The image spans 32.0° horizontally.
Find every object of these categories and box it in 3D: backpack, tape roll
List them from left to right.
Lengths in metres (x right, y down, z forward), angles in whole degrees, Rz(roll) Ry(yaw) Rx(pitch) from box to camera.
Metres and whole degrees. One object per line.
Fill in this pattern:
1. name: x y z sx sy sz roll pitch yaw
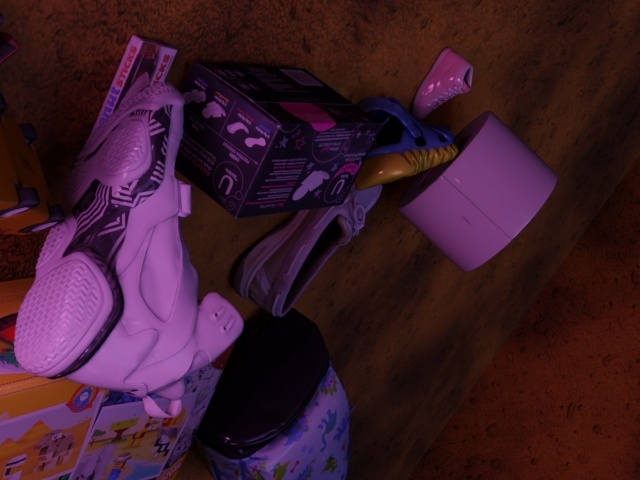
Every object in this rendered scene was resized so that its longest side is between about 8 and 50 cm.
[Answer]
1. backpack: -0.079 0.337 1.938 0.290 0.273 0.355 -47 166 -32
2. tape roll: 0.278 -0.087 1.995 0.246 0.169 0.246 -47 -173 7

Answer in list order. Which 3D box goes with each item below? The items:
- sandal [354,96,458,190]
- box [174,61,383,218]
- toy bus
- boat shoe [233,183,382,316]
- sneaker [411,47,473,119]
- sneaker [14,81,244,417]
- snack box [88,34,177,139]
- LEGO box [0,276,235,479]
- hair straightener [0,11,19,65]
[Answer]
1. sandal: 0.133 -0.173 1.828 0.126 0.138 0.317 -18 -178 23
2. box: -0.065 -0.134 1.472 0.247 0.163 0.142 -9 131 -56
3. toy bus: -0.331 -0.057 1.043 0.130 0.108 0.332 -19 179 -7
4. boat shoe: -0.001 -0.001 1.804 0.320 0.103 0.118 -41 151 -30
5. sneaker: 0.213 -0.257 1.917 0.134 0.070 0.051 -61 156 12
6. sneaker: -0.187 0.014 1.250 0.210 0.137 0.366 36 58 -34
7. snack box: -0.230 -0.154 1.324 0.064 0.022 0.178 0 120 -59
8. LEGO box: -0.376 0.248 1.344 0.500 0.193 0.373 -9 128 -57
9. hair straightener: -0.390 -0.148 1.045 0.230 0.047 0.089 -42 151 -18
